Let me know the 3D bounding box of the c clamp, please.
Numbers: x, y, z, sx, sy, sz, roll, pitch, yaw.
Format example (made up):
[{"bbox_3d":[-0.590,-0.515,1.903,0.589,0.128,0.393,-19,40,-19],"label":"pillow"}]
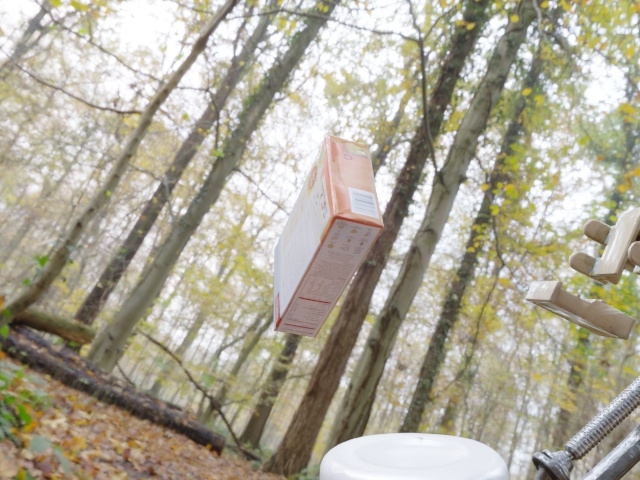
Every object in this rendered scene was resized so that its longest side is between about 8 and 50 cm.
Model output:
[{"bbox_3d":[0.175,0.110,0.332,0.022,0.161,0.137,40,-15,46],"label":"c clamp"}]

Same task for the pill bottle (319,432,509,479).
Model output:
[{"bbox_3d":[0.063,0.246,0.350,0.121,0.221,0.121,-2,-6,0],"label":"pill bottle"}]

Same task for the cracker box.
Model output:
[{"bbox_3d":[0.000,0.000,0.744,0.067,0.155,0.232,13,-46,-17],"label":"cracker box"}]

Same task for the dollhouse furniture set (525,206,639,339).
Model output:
[{"bbox_3d":[0.530,0.041,1.059,0.161,0.242,0.212,26,-6,0],"label":"dollhouse furniture set"}]
